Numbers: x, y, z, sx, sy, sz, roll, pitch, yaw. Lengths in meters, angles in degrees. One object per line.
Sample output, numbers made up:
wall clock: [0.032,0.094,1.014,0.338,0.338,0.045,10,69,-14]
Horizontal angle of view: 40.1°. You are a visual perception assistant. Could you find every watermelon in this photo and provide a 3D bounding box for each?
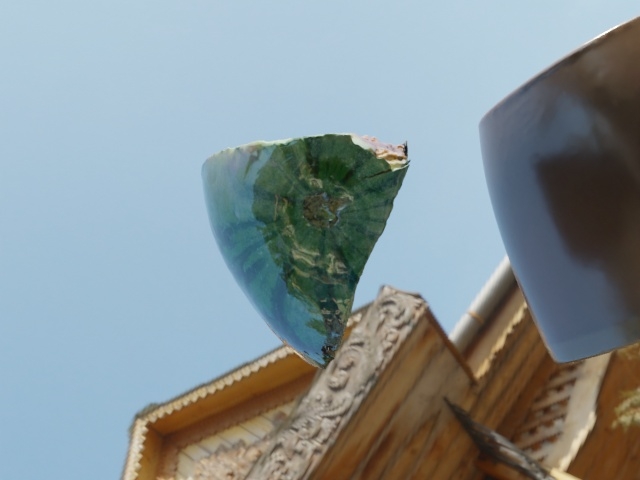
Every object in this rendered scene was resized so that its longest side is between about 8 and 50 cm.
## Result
watermelon: [-0.017,0.015,0.595,0.128,0.231,0.146,0,-94,-7]

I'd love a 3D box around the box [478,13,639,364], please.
box: [0.285,-0.057,0.712,0.301,0.301,0.216,-17,-101,-35]
